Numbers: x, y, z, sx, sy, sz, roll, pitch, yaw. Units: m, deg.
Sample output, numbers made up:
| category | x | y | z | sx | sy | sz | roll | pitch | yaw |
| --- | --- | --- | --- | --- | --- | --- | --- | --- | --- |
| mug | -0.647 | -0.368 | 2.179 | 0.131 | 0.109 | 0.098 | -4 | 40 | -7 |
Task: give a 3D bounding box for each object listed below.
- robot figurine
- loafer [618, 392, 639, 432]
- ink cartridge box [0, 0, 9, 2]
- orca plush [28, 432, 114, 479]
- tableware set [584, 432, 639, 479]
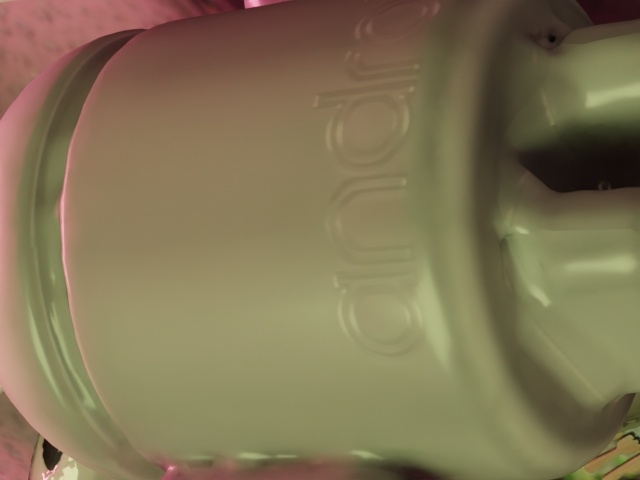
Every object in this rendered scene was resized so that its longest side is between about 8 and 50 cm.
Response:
| category | x | y | z | sx | sy | sz | roll | pitch | yaw |
| --- | --- | --- | --- | --- | --- | --- | --- | --- | --- |
| robot figurine | 0.000 | 0.000 | 0.769 | 0.353 | 0.300 | 0.200 | -6 | 146 | 30 |
| loafer | 0.115 | 0.054 | 0.871 | 0.319 | 0.111 | 0.112 | -19 | 118 | 43 |
| ink cartridge box | -0.180 | -0.245 | 0.758 | 0.211 | 0.121 | 0.289 | -2 | 128 | 34 |
| orca plush | -0.152 | 0.114 | 1.120 | 0.102 | 0.151 | 0.287 | 45 | 155 | 38 |
| tableware set | 0.199 | 0.118 | 0.950 | 0.104 | 0.024 | 0.154 | 39 | 139 | -7 |
